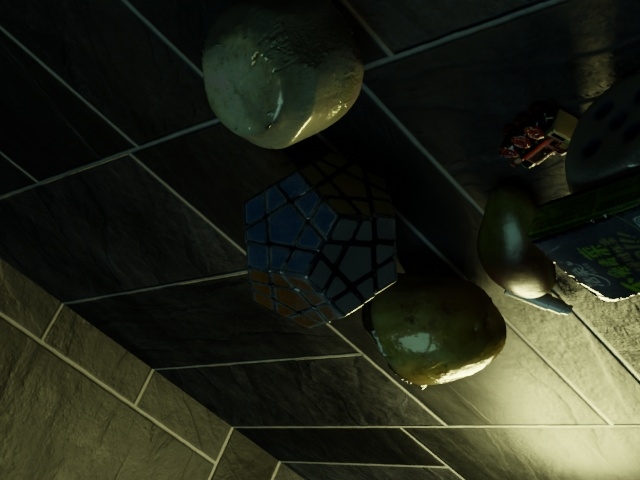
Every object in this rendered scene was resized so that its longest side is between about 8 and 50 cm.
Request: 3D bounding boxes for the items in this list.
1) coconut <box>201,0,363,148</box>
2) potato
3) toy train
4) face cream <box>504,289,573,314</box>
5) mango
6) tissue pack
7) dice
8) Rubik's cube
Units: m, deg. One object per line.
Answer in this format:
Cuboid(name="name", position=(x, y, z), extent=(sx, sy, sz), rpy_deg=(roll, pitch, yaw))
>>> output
Cuboid(name="coconut", position=(-0.051, -0.262, 1.536), extent=(0.227, 0.230, 0.227), rpy_deg=(19, 125, 30))
Cuboid(name="potato", position=(0.243, 0.170, 2.041), extent=(0.243, 0.242, 0.285), rpy_deg=(-5, 133, 41))
Cuboid(name="toy train", position=(0.333, -0.155, 1.588), extent=(0.087, 0.050, 0.138), rpy_deg=(27, 151, -11))
Cuboid(name="face cream", position=(0.418, 0.111, 1.978), extent=(0.130, 0.034, 0.034), rpy_deg=(21, 151, 4))
Cuboid(name="mango", position=(0.337, 0.011, 1.799), extent=(0.133, 0.111, 0.267), rpy_deg=(18, 148, 35))
Cuboid(name="tissue pack", position=(0.414, -0.005, 1.354), extent=(0.173, 0.073, 0.235), rpy_deg=(37, 149, -21))
Cuboid(name="dice", position=(0.466, -0.111, 1.415), extent=(0.193, 0.194, 0.192), rpy_deg=(39, 147, -21))
Cuboid(name="Rubik's cube", position=(0.000, 0.000, 1.864), extent=(0.319, 0.318, 0.264), rpy_deg=(7, 172, 28))
